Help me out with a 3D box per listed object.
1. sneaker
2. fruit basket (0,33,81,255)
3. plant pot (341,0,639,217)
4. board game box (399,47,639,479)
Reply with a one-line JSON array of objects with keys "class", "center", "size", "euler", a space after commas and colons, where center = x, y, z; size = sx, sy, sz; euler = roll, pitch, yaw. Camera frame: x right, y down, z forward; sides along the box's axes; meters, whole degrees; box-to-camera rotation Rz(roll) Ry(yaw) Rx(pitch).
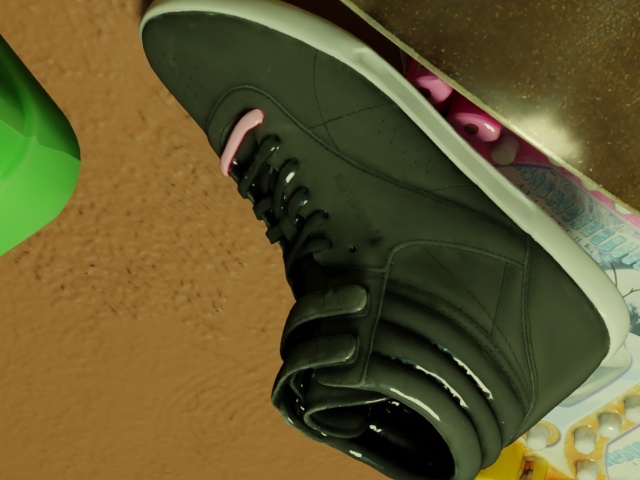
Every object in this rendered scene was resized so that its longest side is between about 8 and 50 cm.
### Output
[{"class": "sneaker", "center": [0.000, 0.000, 0.678], "size": [0.296, 0.147, 0.104], "euler": [40, 147, 4]}, {"class": "fruit basket", "center": [-0.283, 0.012, 0.541], "size": [0.283, 0.392, 0.392], "euler": [51, 130, 16]}, {"class": "plant pot", "center": [0.130, -0.154, 0.543], "size": [0.215, 0.215, 0.230], "euler": [32, 102, -19]}, {"class": "board game box", "center": [0.254, 0.051, 0.764], "size": [0.390, 0.050, 0.390], "euler": [2, 132, 18]}]
